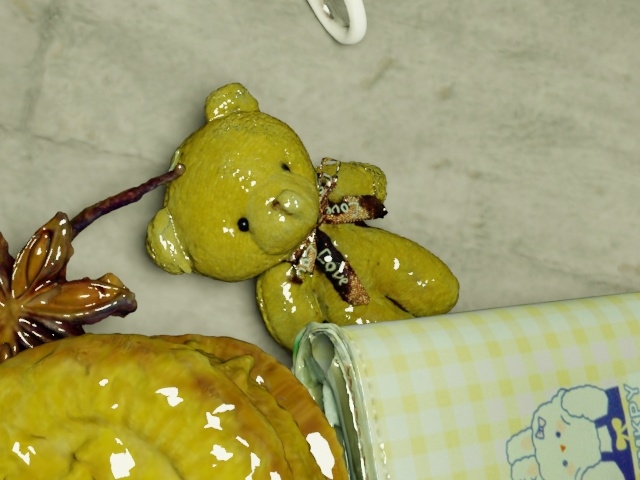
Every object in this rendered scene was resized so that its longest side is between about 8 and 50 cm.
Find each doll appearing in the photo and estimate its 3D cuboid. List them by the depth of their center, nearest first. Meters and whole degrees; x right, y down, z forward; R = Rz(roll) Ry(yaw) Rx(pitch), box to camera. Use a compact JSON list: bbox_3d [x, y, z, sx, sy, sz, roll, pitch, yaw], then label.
[{"bbox_3d":[0.000,0.000,1.050,0.209,0.097,0.137,30,74,-15],"label":"doll"}]

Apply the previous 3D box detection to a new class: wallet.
[{"bbox_3d":[0.135,0.141,1.040,0.309,0.077,0.223,-4,80,-34],"label":"wallet"}]

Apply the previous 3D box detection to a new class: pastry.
[{"bbox_3d":[-0.106,0.165,0.922,0.240,0.132,0.235,-24,74,18],"label":"pastry"}]

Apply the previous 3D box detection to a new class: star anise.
[{"bbox_3d":[-0.154,0.018,1.002,0.191,0.070,0.097,-35,89,4],"label":"star anise"}]

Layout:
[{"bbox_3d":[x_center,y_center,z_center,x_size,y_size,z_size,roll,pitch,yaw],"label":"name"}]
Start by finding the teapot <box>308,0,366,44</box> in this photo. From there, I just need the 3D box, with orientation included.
[{"bbox_3d":[-0.029,-0.228,1.089,0.145,0.092,0.226,-28,92,-19],"label":"teapot"}]
